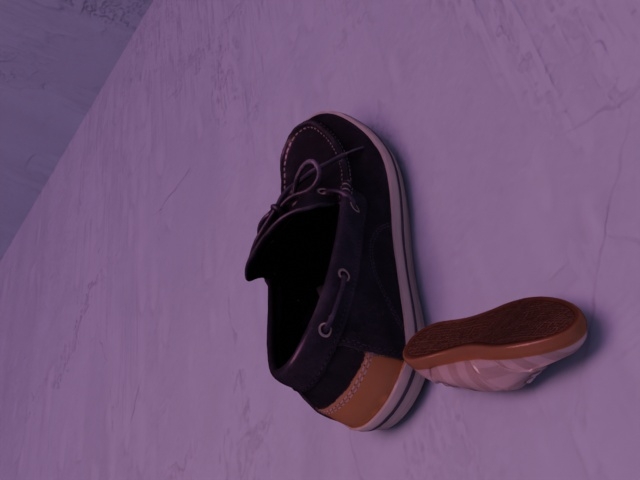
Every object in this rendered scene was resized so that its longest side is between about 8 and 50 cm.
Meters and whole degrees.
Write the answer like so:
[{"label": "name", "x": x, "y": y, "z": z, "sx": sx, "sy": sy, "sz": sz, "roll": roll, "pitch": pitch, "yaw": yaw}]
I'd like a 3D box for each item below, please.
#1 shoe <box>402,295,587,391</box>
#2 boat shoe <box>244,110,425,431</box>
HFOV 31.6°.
[{"label": "shoe", "x": 0.166, "y": 0.101, "z": 1.040, "sx": 0.076, "sy": 0.058, "sz": 0.219, "roll": -47, "pitch": 17, "yaw": -32}, {"label": "boat shoe", "x": 0.000, "y": 0.000, "z": 1.318, "sx": 0.187, "sy": 0.156, "sz": 0.500, "roll": -53, "pitch": 28, "yaw": 32}]
